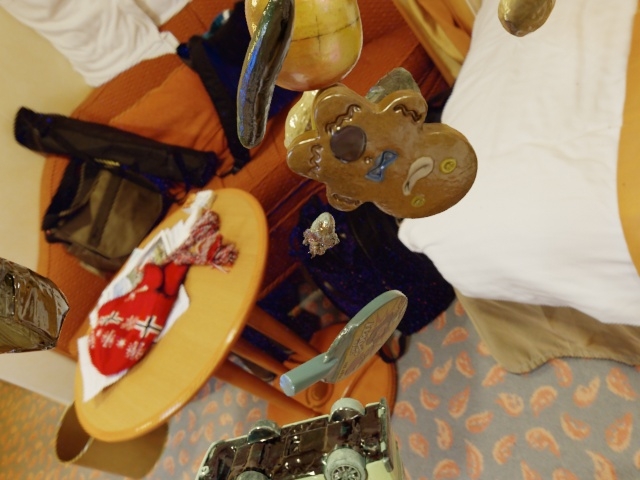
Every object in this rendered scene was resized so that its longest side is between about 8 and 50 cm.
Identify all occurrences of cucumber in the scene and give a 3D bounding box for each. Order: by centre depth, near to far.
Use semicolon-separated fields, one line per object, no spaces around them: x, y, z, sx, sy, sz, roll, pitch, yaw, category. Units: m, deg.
-0.082;-0.223;0.746;0.284;0.056;0.056;118;167;-56;cucumber

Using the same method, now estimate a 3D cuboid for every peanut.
0.520;-0.597;1.349;0.159;0.109;0.141;-45;70;39;peanut
-0.029;-0.386;1.609;0.263;0.101;0.117;-54;44;5;peanut

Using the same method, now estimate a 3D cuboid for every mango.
0.026;-0.295;1.235;0.066;0.101;0.188;-34;31;55;mango

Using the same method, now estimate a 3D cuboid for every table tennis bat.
0.056;0.202;1.030;0.044;0.329;0.215;41;133;26;table tennis bat

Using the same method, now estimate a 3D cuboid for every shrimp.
0.000;0.000;1.386;0.233;0.090;0.079;111;168;-63;shrimp

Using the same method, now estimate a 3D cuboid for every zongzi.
-0.572;0.075;0.790;0.286;0.300;0.139;-12;54;18;zongzi

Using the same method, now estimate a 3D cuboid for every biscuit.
0.083;-0.096;0.650;0.180;0.236;0.039;-57;28;38;biscuit

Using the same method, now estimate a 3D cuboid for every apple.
-0.037;-0.457;1.150;0.232;0.286;0.286;-15;42;2;apple

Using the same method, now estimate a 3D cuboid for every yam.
0.146;-0.307;1.359;0.254;0.154;0.154;-42;34;-15;yam

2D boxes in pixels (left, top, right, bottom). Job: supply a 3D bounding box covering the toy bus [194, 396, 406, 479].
-0.019;0.338;0.743;0.275;0.165;0.134;-18;17;11;toy bus
